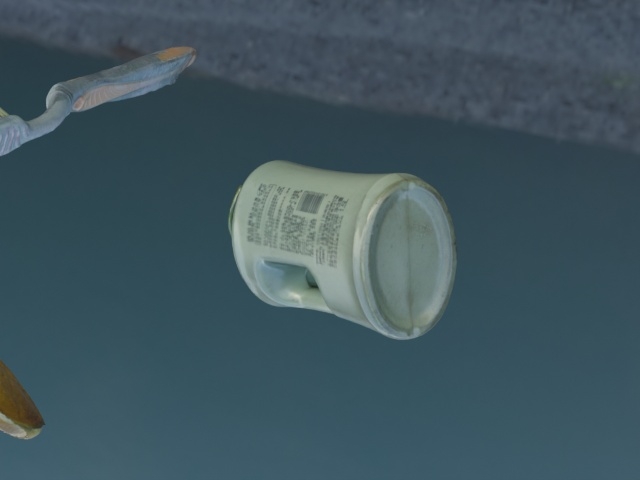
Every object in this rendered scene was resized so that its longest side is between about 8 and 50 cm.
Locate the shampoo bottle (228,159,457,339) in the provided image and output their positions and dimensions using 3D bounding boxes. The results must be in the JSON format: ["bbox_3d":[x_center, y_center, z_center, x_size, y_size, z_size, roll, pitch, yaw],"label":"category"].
[{"bbox_3d":[0.000,0.000,1.343,0.087,0.118,0.234,-9,-169,-32],"label":"shampoo bottle"}]

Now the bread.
[{"bbox_3d":[-0.284,0.131,1.557,0.024,0.110,0.110,-40,124,7],"label":"bread"}]

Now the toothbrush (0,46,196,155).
[{"bbox_3d":[-0.152,-0.100,1.195,0.037,0.375,0.028,36,111,7],"label":"toothbrush"}]
